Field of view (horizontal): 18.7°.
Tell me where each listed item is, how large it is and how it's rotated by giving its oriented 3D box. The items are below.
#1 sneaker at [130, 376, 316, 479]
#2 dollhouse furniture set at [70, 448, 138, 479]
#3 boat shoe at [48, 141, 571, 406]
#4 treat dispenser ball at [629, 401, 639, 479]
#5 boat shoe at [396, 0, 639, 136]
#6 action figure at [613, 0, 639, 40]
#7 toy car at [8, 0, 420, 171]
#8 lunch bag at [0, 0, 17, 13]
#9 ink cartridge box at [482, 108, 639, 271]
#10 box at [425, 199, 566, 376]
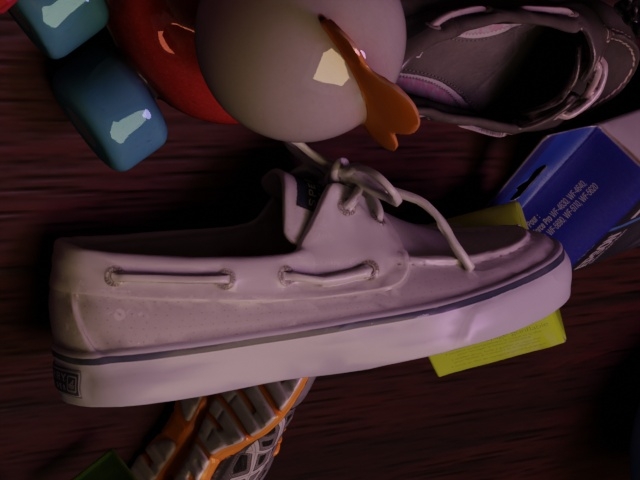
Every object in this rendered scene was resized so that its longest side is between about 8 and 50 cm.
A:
[{"bbox_3d":[-0.060,0.132,1.409,0.083,0.084,0.215,6,131,-49],"label":"sneaker"},{"bbox_3d":[-0.145,0.213,1.404,0.058,0.076,0.152,-35,142,-12],"label":"dollhouse furniture set"},{"bbox_3d":[-0.005,-0.001,1.278,0.367,0.136,0.156,-9,102,-18],"label":"boat shoe"},{"bbox_3d":[0.426,0.200,1.761,0.288,0.288,0.288,-26,140,-24],"label":"treat dispenser ball"},{"bbox_3d":[0.122,-0.115,1.319,0.335,0.095,0.112,3,123,-45],"label":"boat shoe"},{"bbox_3d":[0.300,-0.251,1.306,0.275,0.164,0.141,-39,-172,4],"label":"action figure"},{"bbox_3d":[-0.022,-0.112,1.063,0.219,0.238,0.210,-37,143,-10],"label":"toy car"},{"bbox_3d":[-0.218,-0.206,0.882,0.293,0.120,0.258,-39,143,-6],"label":"lunch bag"},{"bbox_3d":[0.278,-0.058,1.510,0.332,0.065,0.165,-18,160,-29],"label":"ink cartridge box"},{"bbox_3d":[0.116,0.034,1.474,0.109,0.042,0.178,-16,144,9],"label":"box"}]
